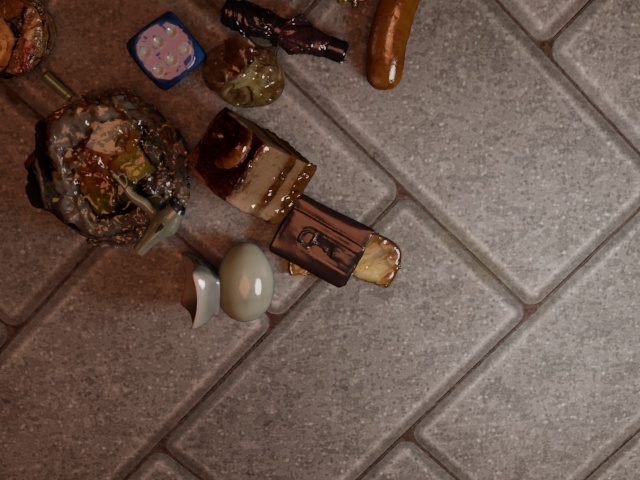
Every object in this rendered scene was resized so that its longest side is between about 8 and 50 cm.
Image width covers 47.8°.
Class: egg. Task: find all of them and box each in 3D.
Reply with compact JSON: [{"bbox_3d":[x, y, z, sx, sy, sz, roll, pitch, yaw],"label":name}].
[{"bbox_3d":[-0.195,0.107,1.872,0.151,0.151,0.209,3,96,-3],"label":"egg"}]

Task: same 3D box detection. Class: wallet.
[{"bbox_3d":[0.000,0.000,1.868,0.229,0.049,0.182,28,100,-4],"label":"wallet"}]

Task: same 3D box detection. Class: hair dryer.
[{"bbox_3d":[-0.436,-0.055,1.709,0.199,0.067,0.167,28,111,-9],"label":"hair dryer"}]

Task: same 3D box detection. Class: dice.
[{"bbox_3d":[-0.368,-0.454,1.736,0.143,0.146,0.146,-38,106,4],"label":"dice"}]

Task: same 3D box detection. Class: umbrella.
[{"bbox_3d":[-0.085,-0.505,1.763,0.326,0.090,0.094,19,80,-7],"label":"umbrella"}]

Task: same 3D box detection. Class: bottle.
[{"bbox_3d":[-0.652,-0.384,1.795,0.083,0.030,0.030,42,98,-12],"label":"bottle"}]

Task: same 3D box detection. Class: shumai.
[{"bbox_3d":[-0.190,-0.407,1.756,0.209,0.153,0.161,23,94,-4],"label":"shumai"}]

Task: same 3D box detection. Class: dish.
[{"bbox_3d":[-0.306,0.124,1.847,0.077,0.212,0.151,0,104,-18],"label":"dish"}]

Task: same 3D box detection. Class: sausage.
[{"bbox_3d":[0.174,-0.504,1.768,0.108,0.109,0.271,11,104,-5],"label":"sausage"}]

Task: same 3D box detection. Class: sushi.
[{"bbox_3d":[-0.507,-0.177,1.773,0.417,0.176,0.418,-1,110,-2],"label":"sushi"}]

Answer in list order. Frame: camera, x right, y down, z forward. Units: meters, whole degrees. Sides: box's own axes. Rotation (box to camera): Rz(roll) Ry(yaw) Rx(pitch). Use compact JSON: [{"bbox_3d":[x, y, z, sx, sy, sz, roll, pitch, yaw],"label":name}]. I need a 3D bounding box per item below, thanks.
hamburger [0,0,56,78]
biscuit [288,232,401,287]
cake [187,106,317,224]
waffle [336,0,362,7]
[{"bbox_3d":[-0.755,-0.498,1.727,0.230,0.107,0.231,0,106,1],"label":"hamburger"},{"bbox_3d":[0.068,0.039,1.923,0.299,0.045,0.154,8,102,-3],"label":"biscuit"},{"bbox_3d":[-0.181,-0.177,1.716,0.196,0.293,0.199,45,104,30],"label":"cake"},{"bbox_3d":[0.062,-0.707,1.744,0.254,0.052,0.245,39,100,-11],"label":"waffle"}]
